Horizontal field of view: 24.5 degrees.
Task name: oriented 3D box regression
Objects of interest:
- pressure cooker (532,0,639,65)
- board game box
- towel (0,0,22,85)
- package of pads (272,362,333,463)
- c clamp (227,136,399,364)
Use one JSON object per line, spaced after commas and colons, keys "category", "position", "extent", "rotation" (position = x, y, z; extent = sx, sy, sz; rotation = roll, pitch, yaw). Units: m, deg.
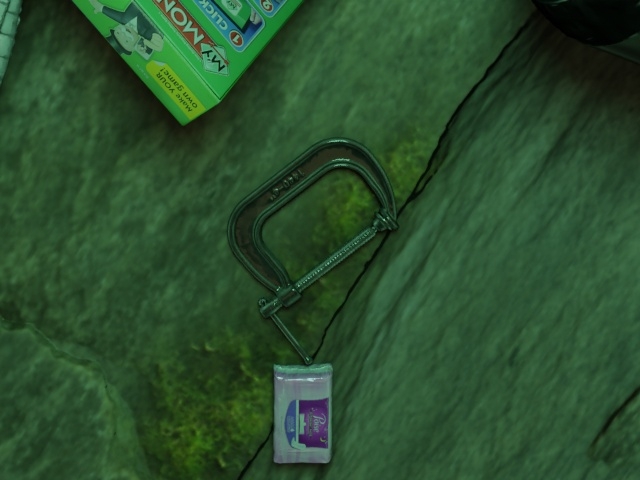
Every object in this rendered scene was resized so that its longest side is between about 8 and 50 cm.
{"category": "pressure cooker", "position": [0.377, -0.234, 0.945], "extent": [0.420, 0.376, 0.370], "rotation": [17, 146, -14]}
{"category": "board game box", "position": [-0.137, -0.260, 1.009], "extent": [0.046, 0.213, 0.317], "rotation": [-27, 110, 42]}
{"category": "towel", "position": [-0.346, -0.151, 1.071], "extent": [0.235, 0.121, 0.284], "rotation": [16, 111, -17]}
{"category": "package of pads", "position": [-0.015, 0.143, 1.226], "extent": [0.050, 0.032, 0.083], "rotation": [0, 107, -2]}
{"category": "c clamp", "position": [0.000, 0.000, 1.192], "extent": [0.160, 0.022, 0.137], "rotation": [-43, 99, 11]}
